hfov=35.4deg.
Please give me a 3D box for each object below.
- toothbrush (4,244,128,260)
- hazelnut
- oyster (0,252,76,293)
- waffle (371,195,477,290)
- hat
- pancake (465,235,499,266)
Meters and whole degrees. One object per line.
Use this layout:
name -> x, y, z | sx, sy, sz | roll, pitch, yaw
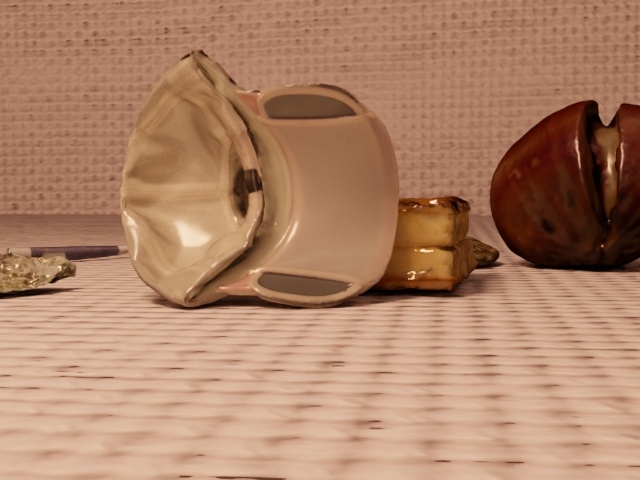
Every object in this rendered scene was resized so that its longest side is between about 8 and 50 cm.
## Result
toothbrush -> -0.294, 0.016, 1.356 | 0.026, 0.024, 0.288 | 22, 16, 40
hazelnut -> 0.330, -0.055, 1.225 | 0.251, 0.217, 0.217 | -9, -1, 28
oyster -> -0.292, 0.031, 0.947 | 0.098, 0.037, 0.100 | 0, 4, 5
waffle -> 0.000, 0.001, 1.035 | 0.307, 0.091, 0.213 | 0, 4, 13
hat -> -0.051, -0.043, 0.904 | 0.225, 0.220, 0.164 | 8, -7, -25
pancake -> 0.111, -0.008, 1.269 | 0.235, 0.029, 0.212 | 15, 8, 10
